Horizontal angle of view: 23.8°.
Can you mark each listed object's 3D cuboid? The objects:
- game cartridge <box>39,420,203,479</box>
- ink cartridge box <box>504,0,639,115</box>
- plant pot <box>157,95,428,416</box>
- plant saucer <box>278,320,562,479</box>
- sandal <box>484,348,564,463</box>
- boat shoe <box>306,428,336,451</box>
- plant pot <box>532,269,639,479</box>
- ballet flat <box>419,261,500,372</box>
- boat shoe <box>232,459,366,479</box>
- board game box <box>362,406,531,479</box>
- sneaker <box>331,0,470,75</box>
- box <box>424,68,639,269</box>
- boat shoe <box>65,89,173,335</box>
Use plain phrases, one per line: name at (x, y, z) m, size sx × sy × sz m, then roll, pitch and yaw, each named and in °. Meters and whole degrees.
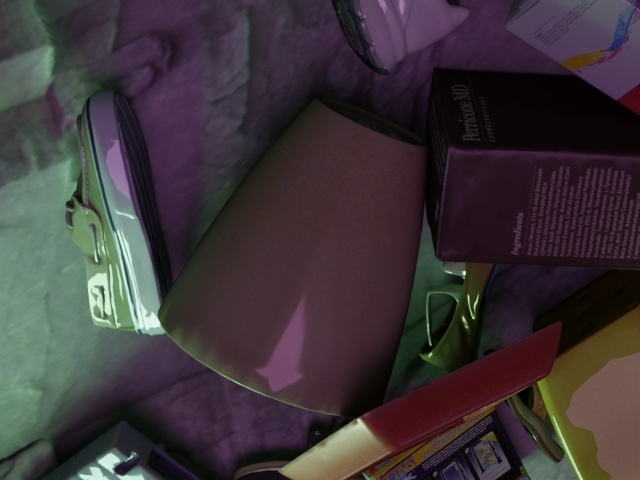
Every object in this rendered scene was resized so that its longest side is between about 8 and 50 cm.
game cartridge at (-0.181, 0.378, 1.852) m, size 0.355 × 0.068 × 0.230 m, roll 40°, pitch 128°, yaw -21°
ink cartridge box at (0.292, -0.232, 1.458) m, size 0.176 × 0.128 × 0.127 m, roll 30°, pitch 150°, yaw -12°
plant pot at (0.000, 0.000, 1.576) m, size 0.256 × 0.256 × 0.274 m, roll 21°, pitch 102°, yaw -12°
plant saucer at (0.110, 0.185, 1.603) m, size 0.258 × 0.259 × 0.048 m, roll -22°, pitch 80°, yaw -27°
sandal at (0.243, 0.185, 1.766) m, size 0.049 × 0.072 × 0.180 m, roll -36°, pitch 117°, yaw 1°
boat shoe at (0.053, 0.238, 1.804) m, size 0.142 × 0.049 × 0.040 m, roll -4°, pitch 82°, yaw -4°
plant pot at (0.344, 0.148, 1.674) m, size 0.212 × 0.212 × 0.187 m, roll -35°, pitch 103°, yaw 18°
ballet flat at (0.158, 0.050, 1.681) m, size 0.073 × 0.080 × 0.232 m, roll 14°, pitch 119°, yaw 4°
boat shoe at (0.004, 0.319, 1.824) m, size 0.223 × 0.073 × 0.080 m, roll 11°, pitch 142°, yaw -8°
board game box at (0.146, 0.273, 1.786) m, size 0.170 × 0.048 × 0.141 m, roll -34°, pitch 117°, yaw -12°
sneaker at (0.055, -0.313, 1.470) m, size 0.129 × 0.111 × 0.297 m, roll -25°, pitch 121°, yaw -9°
box at (0.301, -0.072, 1.547) m, size 0.381 × 0.191 × 0.143 m, roll 1°, pitch 120°, yaw -2°
boat shoe at (-0.224, -0.018, 1.619) m, size 0.094 × 0.109 × 0.302 m, roll -5°, pitch 123°, yaw 4°
